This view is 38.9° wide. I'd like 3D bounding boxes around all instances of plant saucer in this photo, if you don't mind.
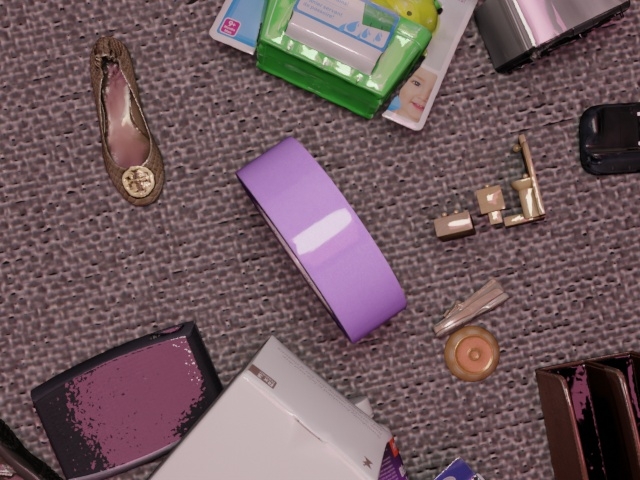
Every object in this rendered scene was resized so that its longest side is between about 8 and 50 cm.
[{"bbox_3d":[0.224,0.167,1.329,0.083,0.015,0.083,0,87,-3],"label":"plant saucer"}]

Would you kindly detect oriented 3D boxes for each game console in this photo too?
[{"bbox_3d":[0.563,-0.174,1.350,0.361,0.044,0.213,-4,86,-4],"label":"game console"}]

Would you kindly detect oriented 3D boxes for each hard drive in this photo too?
[{"bbox_3d":[-0.267,0.234,1.280,0.255,0.054,0.172,-23,89,-4],"label":"hard drive"}]

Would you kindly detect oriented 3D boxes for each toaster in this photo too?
[{"bbox_3d":[0.322,-0.321,1.272,0.168,0.186,0.110,-27,94,-3],"label":"toaster"}]

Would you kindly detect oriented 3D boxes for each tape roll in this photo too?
[{"bbox_3d":[0.000,0.000,1.194,0.090,0.275,0.274,-35,90,-4],"label":"tape roll"}]

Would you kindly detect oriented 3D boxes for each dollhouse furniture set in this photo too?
[{"bbox_3d":[0.231,-0.077,1.290,0.151,0.144,0.123,-14,83,11],"label":"dollhouse furniture set"}]

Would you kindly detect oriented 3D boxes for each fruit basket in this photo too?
[{"bbox_3d":[0.063,-0.371,1.272,0.327,0.165,0.353,26,83,-2],"label":"fruit basket"}]

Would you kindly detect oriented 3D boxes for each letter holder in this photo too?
[{"bbox_3d":[0.421,0.319,1.234,0.152,0.214,0.301,-10,88,-4],"label":"letter holder"}]

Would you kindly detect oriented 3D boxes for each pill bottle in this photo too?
[{"bbox_3d":[0.063,0.322,1.267,0.108,0.108,0.193,-21,89,-4],"label":"pill bottle"}]

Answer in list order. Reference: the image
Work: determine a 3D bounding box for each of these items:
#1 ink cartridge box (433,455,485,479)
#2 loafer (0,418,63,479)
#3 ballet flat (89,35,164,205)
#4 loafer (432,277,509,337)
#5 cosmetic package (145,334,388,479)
[{"bbox_3d":[0.164,0.426,1.234,0.223,0.045,0.224,-43,132,-3],"label":"ink cartridge box"},{"bbox_3d":[-0.449,0.310,1.254,0.220,0.080,0.078,44,86,-1],"label":"loafer"},{"bbox_3d":[-0.281,-0.172,1.295,0.084,0.058,0.249,-12,88,-3],"label":"ballet flat"},{"bbox_3d":[0.214,0.099,1.322,0.125,0.045,0.039,-27,72,-10],"label":"loafer"},{"bbox_3d":[-0.115,0.340,1.176,0.217,0.156,0.385,42,105,-1],"label":"cosmetic package"}]
